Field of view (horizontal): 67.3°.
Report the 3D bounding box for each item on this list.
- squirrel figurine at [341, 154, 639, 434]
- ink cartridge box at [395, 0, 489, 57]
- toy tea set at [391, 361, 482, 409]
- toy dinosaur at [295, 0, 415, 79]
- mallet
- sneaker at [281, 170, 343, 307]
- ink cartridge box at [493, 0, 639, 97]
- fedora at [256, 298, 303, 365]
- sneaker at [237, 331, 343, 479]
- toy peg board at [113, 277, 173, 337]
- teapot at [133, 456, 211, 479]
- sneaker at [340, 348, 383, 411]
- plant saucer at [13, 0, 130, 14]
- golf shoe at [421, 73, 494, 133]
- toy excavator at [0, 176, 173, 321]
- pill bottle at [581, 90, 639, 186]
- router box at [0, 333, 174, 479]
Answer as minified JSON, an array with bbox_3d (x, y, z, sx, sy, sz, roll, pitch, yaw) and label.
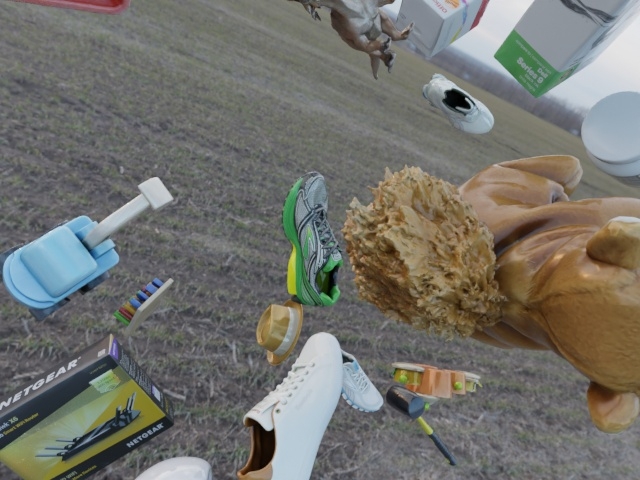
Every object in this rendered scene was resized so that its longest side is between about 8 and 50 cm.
[{"bbox_3d":[0.219,0.050,0.556,0.396,0.281,0.370,2,14,-1],"label":"squirrel figurine"},{"bbox_3d":[0.291,-0.552,1.137,0.176,0.127,0.128,-38,77,-15],"label":"ink cartridge box"},{"bbox_3d":[0.280,0.385,1.219,0.200,0.124,0.336,2,-13,31],"label":"toy tea set"},{"bbox_3d":[0.055,-0.409,0.876,0.200,0.127,0.295,23,1,16],"label":"toy dinosaur"},{"bbox_3d":[0.182,0.313,0.791,0.190,0.039,0.062,50,-20,-15],"label":"mallet"},{"bbox_3d":[0.000,0.000,1.198,0.146,0.344,0.134,8,17,43],"label":"sneaker"},{"bbox_3d":[0.460,-0.404,0.791,0.211,0.289,0.121,-33,78,-25],"label":"ink cartridge box"},{"bbox_3d":[-0.122,0.242,1.327,0.079,0.194,0.194,26,24,-25],"label":"fedora"},{"bbox_3d":[-0.049,0.269,0.799,0.123,0.106,0.290,37,52,-25],"label":"sneaker"},{"bbox_3d":[-0.559,0.190,1.495,0.079,0.161,0.161,38,37,-3],"label":"toy peg board"},{"bbox_3d":[-0.296,0.512,0.851,0.187,0.256,0.252,2,8,-7],"label":"teapot"},{"bbox_3d":[0.071,0.308,1.090,0.190,0.083,0.071,41,47,8],"label":"sneaker"},{"bbox_3d":[-0.226,-0.269,0.241,0.258,0.259,0.048,-7,49,-33],"label":"plant saucer"},{"bbox_3d":[0.276,-0.249,0.926,0.176,0.069,0.086,23,20,-24],"label":"golf shoe"},{"bbox_3d":[-0.664,0.013,1.377,0.433,0.445,0.222,-41,103,-38],"label":"toy excavator"},{"bbox_3d":[0.643,-0.202,0.984,0.278,0.162,0.162,4,34,-48],"label":"pill bottle"},{"bbox_3d":[-0.513,0.379,1.029,0.243,0.308,0.081,62,-6,-29],"label":"router box"}]
